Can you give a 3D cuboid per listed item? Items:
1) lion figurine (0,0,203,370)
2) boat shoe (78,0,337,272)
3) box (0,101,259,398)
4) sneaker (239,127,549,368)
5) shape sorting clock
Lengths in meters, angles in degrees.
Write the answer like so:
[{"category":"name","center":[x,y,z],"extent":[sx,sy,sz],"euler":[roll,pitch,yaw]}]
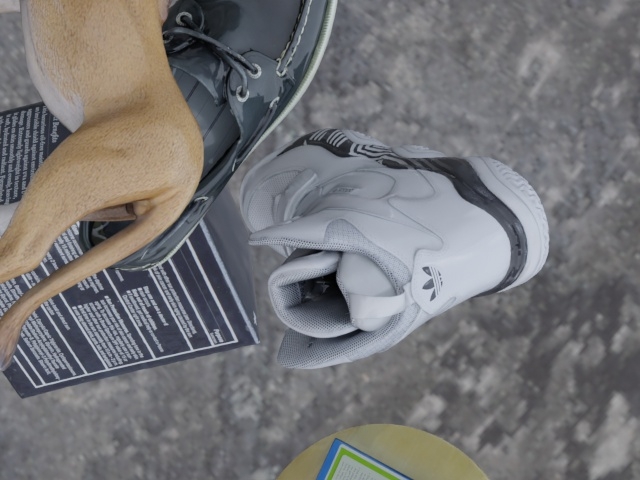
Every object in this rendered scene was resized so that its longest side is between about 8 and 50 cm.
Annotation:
[{"category":"lion figurine","center":[-0.156,-0.126,0.940],"extent":[0.240,0.392,0.142],"euler":[-13,172,-2]},{"category":"boat shoe","center":[-0.098,-0.117,1.085],"extent":[0.340,0.127,0.113],"euler":[-53,178,13]},{"category":"box","center":[-0.248,-0.002,1.528],"extent":[0.294,0.183,0.296],"euler":[-12,137,7]},{"category":"sneaker","center":[0.000,0.000,1.188],"extent":[0.210,0.366,0.137],"euler":[-26,113,-35]},{"category":"shape sorting clock","center":[0.040,0.229,0.935],"extent":[0.206,0.206,0.040],"euler":[-53,147,7]}]
